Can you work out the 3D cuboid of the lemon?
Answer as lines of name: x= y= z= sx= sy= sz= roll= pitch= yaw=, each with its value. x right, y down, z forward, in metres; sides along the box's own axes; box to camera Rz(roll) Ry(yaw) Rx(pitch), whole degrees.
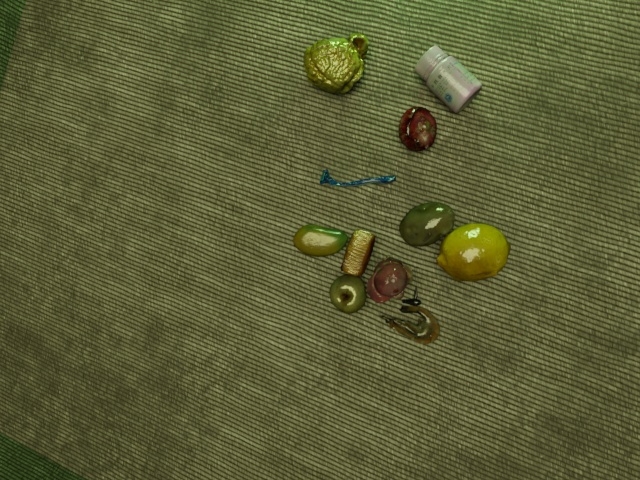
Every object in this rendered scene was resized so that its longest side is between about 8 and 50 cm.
lemon: x=0.595 y=0.048 z=1.736 sx=0.288 sy=0.233 sz=0.233 roll=-17 pitch=87 yaw=8

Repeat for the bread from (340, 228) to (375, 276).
bread: x=0.163 y=0.054 z=1.853 sx=0.104 sy=0.199 sz=0.199 roll=19 pitch=94 yaw=11

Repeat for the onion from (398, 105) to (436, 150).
onion: x=0.391 y=-0.457 z=1.835 sx=0.184 sy=0.147 sz=0.184 roll=-3 pitch=98 yaw=-25

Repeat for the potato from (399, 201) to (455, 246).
potato: x=0.431 y=-0.067 z=1.796 sx=0.235 sy=0.160 sz=0.178 roll=-20 pitch=68 yaw=40

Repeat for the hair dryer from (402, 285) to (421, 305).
hair dryer: x=0.392 y=0.235 z=1.890 sx=0.079 sy=0.031 sz=0.083 roll=4 pitch=77 yaw=21

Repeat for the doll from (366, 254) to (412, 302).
doll: x=0.283 y=0.163 z=1.792 sx=0.152 sy=0.256 sz=0.196 roll=35 pitch=97 yaw=5

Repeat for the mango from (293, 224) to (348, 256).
mango: x=-0.003 y=0.006 z=1.938 sx=0.237 sy=0.091 sz=0.137 roll=13 pitch=99 yaw=12

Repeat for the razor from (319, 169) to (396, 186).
razor: x=0.163 y=-0.260 z=1.924 sx=0.324 sy=0.093 sz=0.056 roll=2 pitch=131 yaw=9

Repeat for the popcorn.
popcorn: x=0.074 y=-0.739 z=1.883 sx=0.286 sy=0.174 sz=0.225 roll=-12 pitch=103 yaw=2

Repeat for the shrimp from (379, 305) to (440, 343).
shrimp: x=0.385 y=0.339 z=1.871 sx=0.254 sy=0.059 sz=0.145 roll=29 pitch=93 yaw=10

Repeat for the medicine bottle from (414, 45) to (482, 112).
medicine bottle: x=0.513 y=-0.652 z=1.791 sx=0.152 sy=0.152 sz=0.254 roll=-45 pitch=82 yaw=9

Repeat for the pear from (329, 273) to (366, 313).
pear: x=0.119 y=0.228 z=1.890 sx=0.167 sy=0.136 sz=0.167 roll=1 pitch=93 yaw=15
